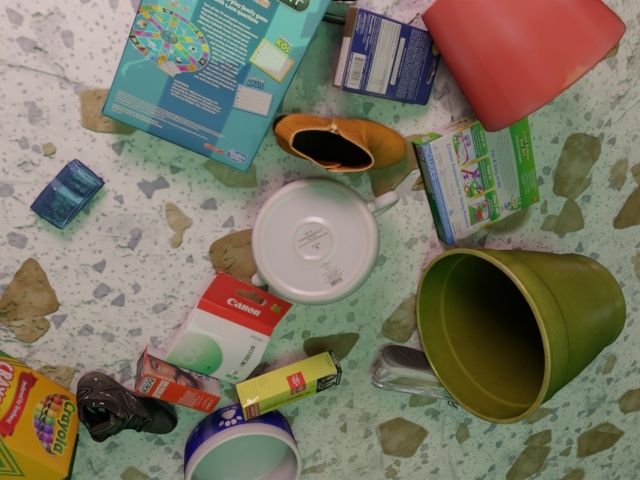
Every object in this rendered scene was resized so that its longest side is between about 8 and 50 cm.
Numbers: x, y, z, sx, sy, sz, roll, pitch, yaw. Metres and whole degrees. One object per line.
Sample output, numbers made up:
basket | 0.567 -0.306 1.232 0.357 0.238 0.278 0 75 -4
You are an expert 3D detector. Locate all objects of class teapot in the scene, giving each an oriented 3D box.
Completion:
teapot | 0.000 0.000 0.936 0.256 0.187 0.252 14 91 7

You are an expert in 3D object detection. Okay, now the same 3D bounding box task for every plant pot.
plant pot | 0.326 -0.368 0.838 0.275 0.275 0.243 -42 99 2
plant pot | 0.469 0.169 1.088 0.353 0.366 0.366 -10 115 -27

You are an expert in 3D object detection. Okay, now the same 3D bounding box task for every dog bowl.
dog bowl | -0.183 0.517 1.131 0.265 0.104 0.264 -7 114 -16

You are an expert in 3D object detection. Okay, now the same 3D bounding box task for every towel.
towel | -0.440 -0.079 0.841 0.119 0.029 0.067 -46 117 4

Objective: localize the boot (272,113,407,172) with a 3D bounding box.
boot | 0.061 -0.160 0.867 0.295 0.211 0.104 7 110 -21

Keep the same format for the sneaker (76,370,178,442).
sneaker | -0.394 0.367 0.988 0.087 0.130 0.227 -45 120 6

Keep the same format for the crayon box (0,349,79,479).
crayon box | -0.556 0.326 0.877 0.081 0.202 0.318 -41 119 2

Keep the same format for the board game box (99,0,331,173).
board game box | -0.166 -0.309 0.780 0.254 0.079 0.336 21 113 -25

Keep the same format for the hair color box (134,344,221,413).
hair color box | -0.294 0.289 1.005 0.167 0.093 0.053 26 105 -26

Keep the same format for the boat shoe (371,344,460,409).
boat shoe | 0.283 0.352 1.212 0.320 0.118 0.103 17 111 -19

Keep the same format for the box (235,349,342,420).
box | -0.069 0.323 1.087 0.232 0.058 0.087 -15 143 -17

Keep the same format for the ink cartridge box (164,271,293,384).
ink cartridge box | -0.187 0.190 0.998 0.181 0.056 0.224 28 116 -25

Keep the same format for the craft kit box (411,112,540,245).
craft kit box | 0.345 -0.149 1.053 0.247 0.061 0.249 -24 117 -4

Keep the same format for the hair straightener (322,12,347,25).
hair straightener | -0.041 -0.383 0.833 0.231 0.047 0.089 -4 113 -16

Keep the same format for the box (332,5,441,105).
box | 0.130 -0.331 0.894 0.225 0.036 0.136 -2 113 -36
